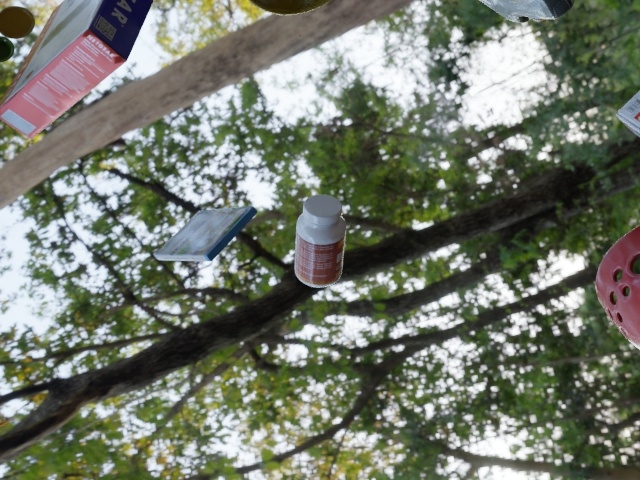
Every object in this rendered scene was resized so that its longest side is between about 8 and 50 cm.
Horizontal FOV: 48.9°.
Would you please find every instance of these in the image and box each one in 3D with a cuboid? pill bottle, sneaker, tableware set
[{"bbox_3d":[0.000,0.000,1.712,0.121,0.121,0.216,-64,-16,-47],"label":"pill bottle"},{"bbox_3d":[0.217,-0.298,0.808,0.108,0.100,0.271,47,-162,-14],"label":"sneaker"},{"bbox_3d":[-0.413,-0.301,0.897,0.104,0.024,0.154,19,-108,-5],"label":"tableware set"}]

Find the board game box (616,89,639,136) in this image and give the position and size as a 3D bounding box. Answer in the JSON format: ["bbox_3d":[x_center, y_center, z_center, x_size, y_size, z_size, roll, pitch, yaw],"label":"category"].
[{"bbox_3d":[0.492,-0.199,0.744,0.053,0.305,0.193,33,-160,-30],"label":"board game box"}]

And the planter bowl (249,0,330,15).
[{"bbox_3d":[-0.036,-0.425,0.956,0.217,0.217,0.090,14,-143,-50],"label":"planter bowl"}]

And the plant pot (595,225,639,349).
[{"bbox_3d":[0.501,0.086,0.962,0.191,0.191,0.174,49,-163,-27],"label":"plant pot"}]

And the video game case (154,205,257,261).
[{"bbox_3d":[-0.190,-0.010,1.154,0.119,0.166,0.015,-49,-61,-30],"label":"video game case"}]

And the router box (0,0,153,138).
[{"bbox_3d":[-0.439,-0.388,1.318,0.082,0.301,0.335,39,-140,-33],"label":"router box"}]
